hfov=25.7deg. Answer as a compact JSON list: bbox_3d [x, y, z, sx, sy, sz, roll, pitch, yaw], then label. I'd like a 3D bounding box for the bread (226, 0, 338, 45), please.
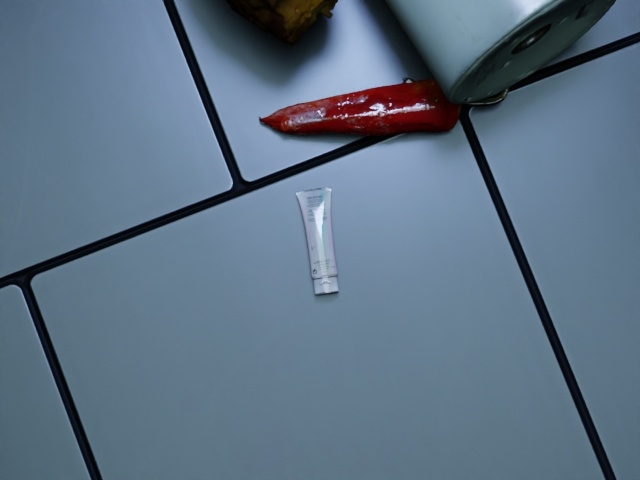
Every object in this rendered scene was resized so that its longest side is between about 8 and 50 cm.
[{"bbox_3d":[-0.070,-0.306,1.406,0.135,0.247,0.232,-33,99,-2],"label":"bread"}]

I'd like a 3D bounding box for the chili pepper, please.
[{"bbox_3d":[0.068,-0.139,1.478,0.268,0.050,0.059,-4,100,0],"label":"chili pepper"}]

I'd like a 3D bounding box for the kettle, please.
[{"bbox_3d":[0.151,-0.336,1.399,0.265,0.205,0.318,-39,76,24],"label":"kettle"}]

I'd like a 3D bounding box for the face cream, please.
[{"bbox_3d":[0.000,0.000,1.478,0.038,0.020,0.115,-8,83,0],"label":"face cream"}]
